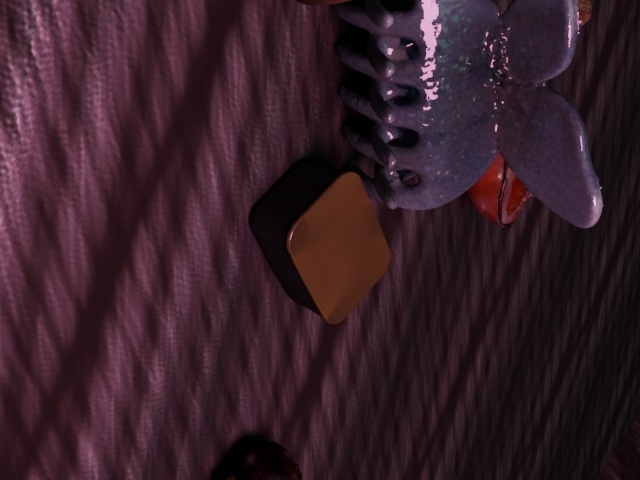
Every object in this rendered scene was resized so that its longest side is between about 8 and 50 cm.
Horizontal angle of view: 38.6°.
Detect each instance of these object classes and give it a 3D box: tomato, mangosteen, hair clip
[{"bbox_3d":[0.289,-0.142,1.479,0.199,0.112,0.228,-27,130,-54],"label":"tomato"},{"bbox_3d":[-0.094,0.350,1.301,0.140,0.140,0.140,-25,126,-39],"label":"mangosteen"},{"bbox_3d":[0.161,-0.198,1.182,0.238,0.392,0.318,-15,124,-13],"label":"hair clip"}]

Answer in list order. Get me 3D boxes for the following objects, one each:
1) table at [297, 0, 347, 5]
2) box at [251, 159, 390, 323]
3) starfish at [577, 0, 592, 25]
[{"bbox_3d":[0.016,-0.403,1.017,0.167,0.167,0.226,-39,126,-29],"label":"table"},{"bbox_3d":[0.000,0.000,1.239,0.144,0.090,0.201,-48,138,-21],"label":"box"},{"bbox_3d":[0.387,-0.423,1.504,0.236,0.062,0.277,13,103,-45],"label":"starfish"}]
